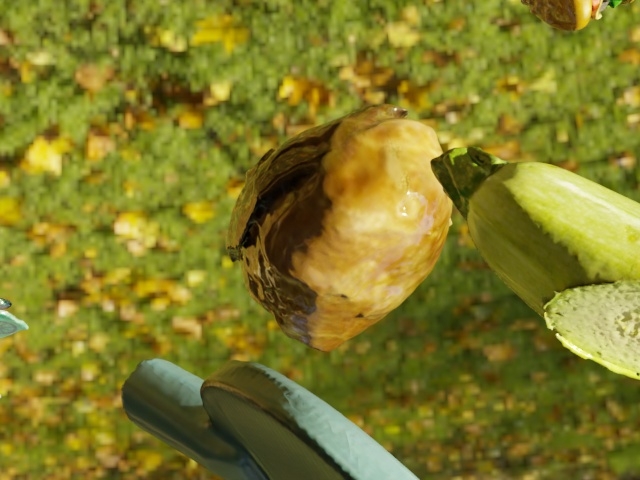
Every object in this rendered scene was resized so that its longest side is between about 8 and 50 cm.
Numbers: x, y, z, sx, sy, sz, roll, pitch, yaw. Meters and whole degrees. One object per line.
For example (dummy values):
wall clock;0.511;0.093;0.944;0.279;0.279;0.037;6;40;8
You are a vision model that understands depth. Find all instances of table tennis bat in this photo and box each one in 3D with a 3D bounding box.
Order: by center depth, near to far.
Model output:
table tennis bat;0.003;0.129;0.698;0.329;0.044;0.215;25;154;49

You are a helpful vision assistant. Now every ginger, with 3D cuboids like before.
ginger;0.000;0.000;1.224;0.165;0.172;0.321;27;162;-12

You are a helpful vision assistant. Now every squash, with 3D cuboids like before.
squash;0.125;0.012;0.697;0.200;0.075;0.090;29;169;24

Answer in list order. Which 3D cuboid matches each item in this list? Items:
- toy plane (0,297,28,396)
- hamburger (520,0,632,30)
toy plane;-0.375;0.126;1.361;0.155;0.106;0.382;18;151;-36
hamburger;0.224;-0.272;1.333;0.115;0.162;0.162;-31;161;-8
